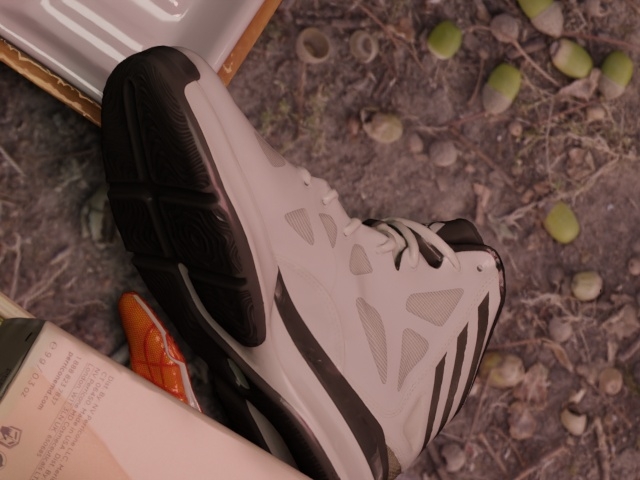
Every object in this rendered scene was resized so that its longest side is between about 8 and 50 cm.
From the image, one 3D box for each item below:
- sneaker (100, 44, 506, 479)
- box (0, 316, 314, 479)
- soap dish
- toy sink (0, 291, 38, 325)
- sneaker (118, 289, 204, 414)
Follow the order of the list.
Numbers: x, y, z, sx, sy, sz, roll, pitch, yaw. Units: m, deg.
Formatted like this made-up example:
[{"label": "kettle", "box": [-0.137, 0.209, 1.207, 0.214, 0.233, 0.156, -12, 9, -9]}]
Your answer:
[{"label": "sneaker", "box": [0.000, 0.000, 1.209, 0.257, 0.169, 0.448, -38, 119, -29]}, {"label": "box", "box": [-0.116, 0.185, 1.053, 0.311, 0.148, 0.121, 34, 74, -18]}, {"label": "soap dish", "box": [-0.154, -0.234, 1.234, 0.229, 0.118, 0.291, 34, 74, -11]}, {"label": "toy sink", "box": [-0.284, 0.118, 1.138, 0.234, 0.131, 0.153, 39, 74, -10]}, {"label": "sneaker", "box": [-0.141, 0.127, 1.220, 0.067, 0.064, 0.175, -21, 86, -9]}]
